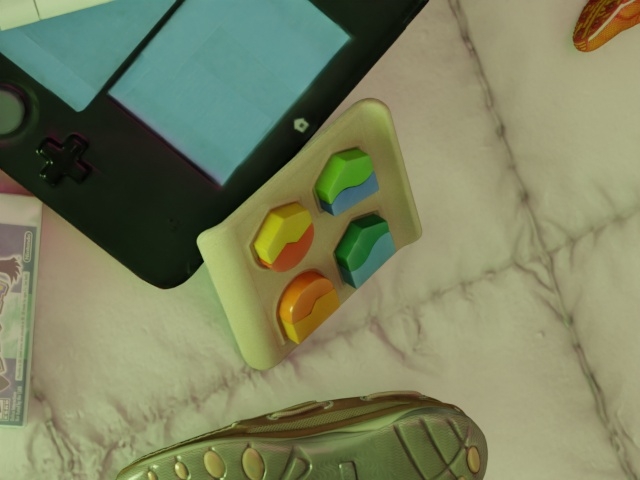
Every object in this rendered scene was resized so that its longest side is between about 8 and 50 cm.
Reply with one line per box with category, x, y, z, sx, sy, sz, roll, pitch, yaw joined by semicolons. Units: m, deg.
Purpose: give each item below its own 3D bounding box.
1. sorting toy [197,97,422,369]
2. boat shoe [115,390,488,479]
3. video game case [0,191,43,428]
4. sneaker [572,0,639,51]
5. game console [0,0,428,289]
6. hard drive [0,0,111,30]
sorting toy;0.000;0.000;1.753;0.208;0.038;0.193;-39;141;-18
boat shoe;-0.019;0.202;1.750;0.324;0.116;0.123;-6;107;-5
video game case;-0.329;0.053;1.674;0.183;0.023;0.201;6;85;-22
sneaker;0.316;-0.235;1.947;0.175;0.064;0.067;-41;112;-17
game console;-0.133;-0.196;1.671;0.342;0.060;0.386;40;98;-12
hard drive;-0.117;-0.326;1.589;0.353;0.047;0.233;-16;106;-2
